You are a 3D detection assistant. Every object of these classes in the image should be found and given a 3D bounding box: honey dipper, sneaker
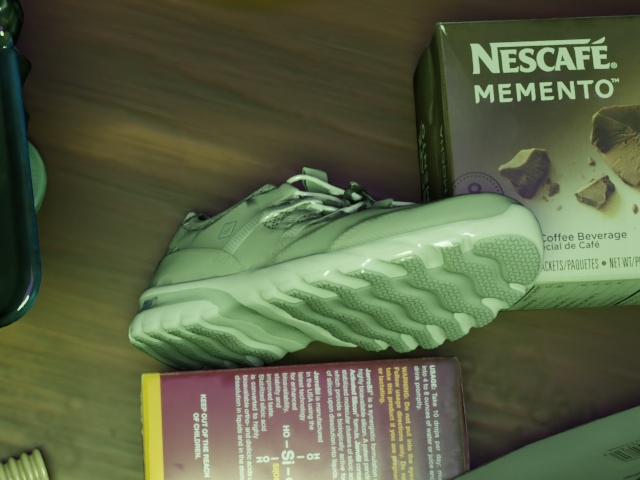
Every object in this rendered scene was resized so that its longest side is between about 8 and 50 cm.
[{"bbox_3d":[-0.244,0.167,0.910,0.160,0.030,0.031,-19,79,-14],"label":"honey dipper"},{"bbox_3d":[0.000,0.000,0.874,0.281,0.105,0.115,-11,58,35],"label":"sneaker"}]

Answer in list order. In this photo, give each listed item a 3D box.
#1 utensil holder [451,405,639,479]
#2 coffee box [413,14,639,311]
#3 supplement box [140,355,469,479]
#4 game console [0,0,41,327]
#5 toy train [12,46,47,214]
[{"bbox_3d":[0.232,0.283,0.734,0.327,0.327,0.386,-18,90,-7],"label":"utensil holder"},{"bbox_3d":[0.215,-0.048,0.946,0.297,0.119,0.168,-2,79,-4],"label":"coffee box"},{"bbox_3d":[-0.011,0.120,0.904,0.188,0.104,0.081,-3,79,-4],"label":"supplement box"},{"bbox_3d":[-0.316,-0.070,0.781,0.293,0.250,0.173,-14,41,13],"label":"game console"},{"bbox_3d":[-0.302,0.010,0.906,0.190,0.142,0.334,20,79,14],"label":"toy train"}]
